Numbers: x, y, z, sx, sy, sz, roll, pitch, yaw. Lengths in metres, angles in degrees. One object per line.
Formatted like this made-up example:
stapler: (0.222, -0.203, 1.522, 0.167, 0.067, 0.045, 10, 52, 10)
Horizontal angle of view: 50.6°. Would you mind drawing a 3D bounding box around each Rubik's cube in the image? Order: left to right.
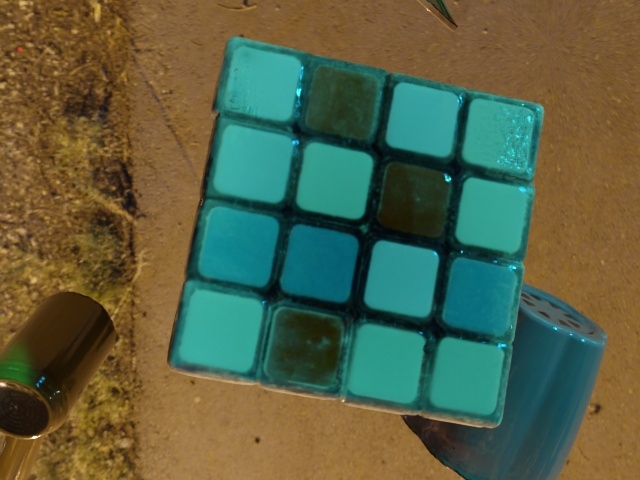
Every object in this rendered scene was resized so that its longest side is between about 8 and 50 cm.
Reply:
Rubik's cube: (0.018, 0.004, 0.607, 0.256, 0.259, 0.254, 12, 84, -6)

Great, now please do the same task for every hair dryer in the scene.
hair dryer: (-0.311, 0.197, 0.716, 0.090, 0.135, 0.279, 25, 117, -8)

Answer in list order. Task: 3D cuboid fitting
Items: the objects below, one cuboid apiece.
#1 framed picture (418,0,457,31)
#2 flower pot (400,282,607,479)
framed picture: (0.154, -0.599, 1.459, 0.335, 0.247, 0.022, 32, 120, -24)
flower pot: (0.278, 0.198, 0.981, 0.265, 0.265, 0.243, 28, 109, 9)
